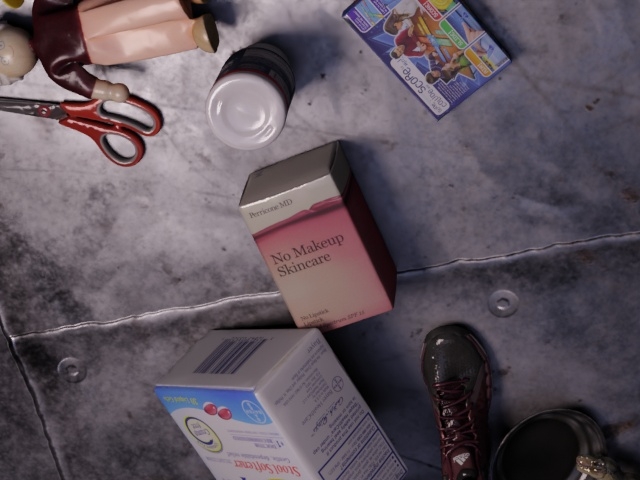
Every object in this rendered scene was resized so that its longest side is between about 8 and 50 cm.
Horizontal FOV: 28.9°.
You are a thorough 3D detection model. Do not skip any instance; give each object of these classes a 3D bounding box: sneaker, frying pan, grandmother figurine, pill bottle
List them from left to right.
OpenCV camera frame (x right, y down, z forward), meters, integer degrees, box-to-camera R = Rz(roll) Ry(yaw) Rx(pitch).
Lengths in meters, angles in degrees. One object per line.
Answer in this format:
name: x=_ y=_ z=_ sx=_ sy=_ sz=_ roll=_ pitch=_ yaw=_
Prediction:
grandmother figurine: x=-0.321 y=-0.288 z=1.697 sx=0.342 sy=0.104 sz=0.207 roll=-13 pitch=84 yaw=9
pill bottle: x=-0.089 y=-0.201 z=1.673 sx=0.108 sy=0.180 sz=0.108 roll=2 pitch=115 yaw=4
sneaker: x=0.218 y=0.279 z=1.886 sx=0.106 sy=0.162 sz=0.281 roll=-10 pitch=115 yaw=10
frying pan: x=0.418 y=0.347 z=1.964 sx=0.326 sy=0.053 sz=0.197 roll=-2 pitch=108 yaw=-16

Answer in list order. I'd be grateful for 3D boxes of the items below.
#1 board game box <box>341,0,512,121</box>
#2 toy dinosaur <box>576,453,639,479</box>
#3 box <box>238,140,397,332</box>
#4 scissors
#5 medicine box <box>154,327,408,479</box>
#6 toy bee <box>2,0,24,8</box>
board game box: x=0.146 y=-0.279 z=1.695 sx=0.136 sy=0.035 sz=0.201 roll=-38 pitch=107 yaw=20
toy dinosaur: x=0.503 y=0.427 z=1.955 sx=0.268 sy=0.064 sz=0.118 roll=26 pitch=95 yaw=-21
box: x=0.000 y=0.000 z=1.792 sx=0.149 sy=0.127 sz=0.232 roll=-20 pitch=113 yaw=15
scissors: x=-0.378 y=-0.195 z=1.795 sx=0.297 sy=0.021 sz=0.109 roll=21 pitch=118 yaw=-4
medicine box: x=-0.060 y=0.284 z=1.855 sx=0.263 sy=0.149 sz=0.289 roll=-6 pitch=121 yaw=50
toy bee: x=-0.425 y=-0.382 z=1.609 sx=0.298 sy=0.195 sz=0.162 roll=-22 pitch=154 yaw=1
